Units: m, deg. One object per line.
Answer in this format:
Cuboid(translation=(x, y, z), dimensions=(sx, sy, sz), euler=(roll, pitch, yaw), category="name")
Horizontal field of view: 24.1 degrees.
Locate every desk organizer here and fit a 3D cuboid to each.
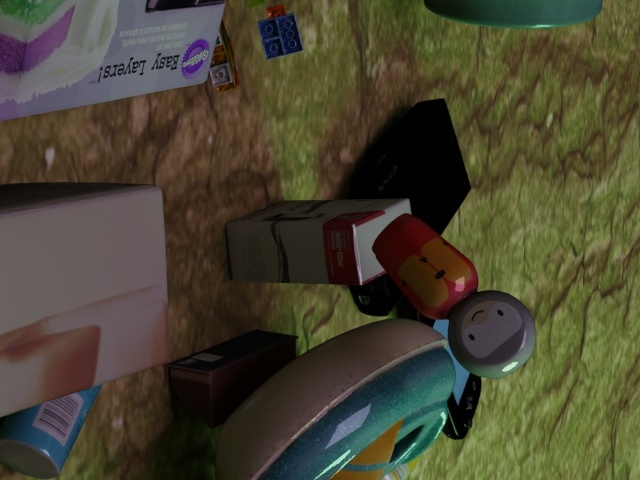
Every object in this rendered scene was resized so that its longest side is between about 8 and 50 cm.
Cuboid(translation=(-0.073, 0.118, 1.292), dimensions=(0.130, 0.047, 0.050), euler=(-18, 111, -55), category="desk organizer")

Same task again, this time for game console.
Cuboid(translation=(0.117, 0.046, 1.584), dimensions=(0.213, 0.044, 0.361), euler=(-54, 136, -39), category="game console")

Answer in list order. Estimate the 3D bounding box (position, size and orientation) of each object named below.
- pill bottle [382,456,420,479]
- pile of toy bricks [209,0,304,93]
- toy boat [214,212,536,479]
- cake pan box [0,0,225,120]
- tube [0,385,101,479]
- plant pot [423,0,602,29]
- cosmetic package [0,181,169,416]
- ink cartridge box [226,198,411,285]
Cuboid(translation=(0.057, 0.223, 1.488), dimensions=(0.116, 0.065, 0.065), euler=(-53, 135, -40), category="pill bottle")
Cuboid(translation=(-0.066, -0.238, 1.231), dimensions=(0.105, 0.118, 0.212), euler=(-86, 162, -78), category="pile of toy bricks")
Cuboid(translation=(0.050, 0.128, 1.234), dimensions=(0.267, 0.148, 0.318), euler=(-25, 155, -46), category="toy boat")
Cuboid(translation=(-0.149, -0.217, 1.049), dimensions=(0.267, 0.070, 0.245), euler=(-18, 132, -55), category="cake pan box")
Cuboid(translation=(-0.179, 0.078, 1.127), dimensions=(0.207, 0.052, 0.080), euler=(-68, 148, -35), category="tube")
Cuboid(translation=(0.198, -0.350, 1.482), dimensions=(0.272, 0.272, 0.255), euler=(-31, 127, -52), category="plant pot")
Cuboid(translation=(-0.242, 0.041, 0.926), dimensions=(0.296, 0.153, 0.129), euler=(-13, 103, -55), category="cosmetic package")
Cuboid(translation=(0.000, 0.000, 1.311), dimensions=(0.099, 0.135, 0.056), euler=(-25, 111, -54), category="ink cartridge box")
